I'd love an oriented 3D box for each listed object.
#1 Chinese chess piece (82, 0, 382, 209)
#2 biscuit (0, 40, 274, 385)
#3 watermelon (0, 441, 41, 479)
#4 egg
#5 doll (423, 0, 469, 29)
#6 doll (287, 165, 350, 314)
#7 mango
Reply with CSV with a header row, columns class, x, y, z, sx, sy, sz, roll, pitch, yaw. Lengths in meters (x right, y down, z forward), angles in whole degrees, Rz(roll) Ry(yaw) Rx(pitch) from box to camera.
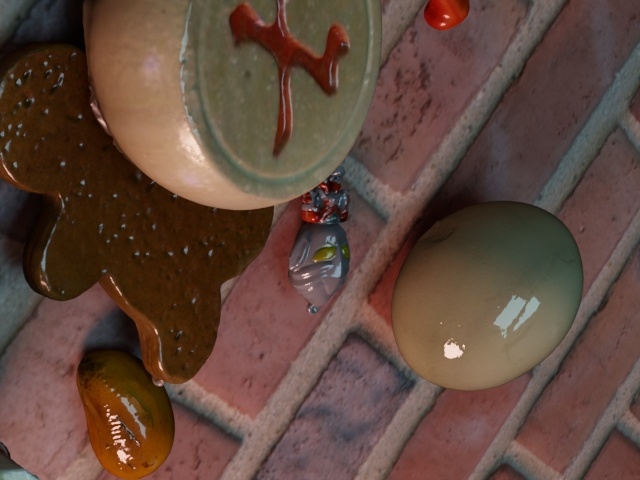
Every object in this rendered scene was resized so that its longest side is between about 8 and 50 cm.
class,x,y,z,sx,sy,sz,roll,pitch,yaw
Chinese chess piece,-0.080,-0.199,1.675,0.338,0.140,0.338,-16,111,-47
biscuit,-0.210,-0.054,1.722,0.432,0.064,0.283,45,67,-45
watermelon,-0.411,0.257,1.662,0.289,0.214,0.320,34,128,-17
egg,0.208,0.067,2.079,0.269,0.219,0.219,-51,137,-20
doll,0.057,-0.364,1.747,0.105,0.200,0.336,-30,134,7
doll,0.000,0.000,1.953,0.094,0.079,0.180,-1,99,-44
mango,-0.209,0.189,1.834,0.105,0.084,0.159,-36,132,-33
